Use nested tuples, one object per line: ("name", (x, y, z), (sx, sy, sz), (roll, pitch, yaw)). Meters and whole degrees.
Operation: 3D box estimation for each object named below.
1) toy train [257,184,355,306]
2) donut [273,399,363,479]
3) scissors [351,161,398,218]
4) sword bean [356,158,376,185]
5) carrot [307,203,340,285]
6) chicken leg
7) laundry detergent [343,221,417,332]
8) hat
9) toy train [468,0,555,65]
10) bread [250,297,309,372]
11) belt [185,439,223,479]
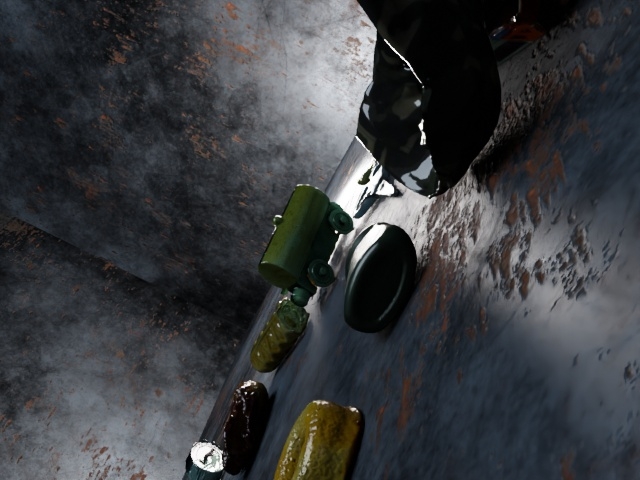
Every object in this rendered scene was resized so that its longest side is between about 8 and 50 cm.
("toy train", (-0.041, 0.012, 1.437), (0.126, 0.189, 0.308), (-52, 13, 54))
("donut", (-0.008, 0.253, 0.687), (0.152, 0.058, 0.152), (-90, 26, -74))
("scissors", (0.129, -0.118, 1.309), (0.191, 0.029, 0.360), (-61, 5, 7))
("sword bean", (0.151, -0.208, 1.512), (0.269, 0.038, 0.043), (127, 144, -61))
("carrot", (0.000, 0.000, 1.644), (0.263, 0.101, 0.102), (-62, 4, -31))
("chicken leg", (-0.169, 0.414, 1.368), (0.323, 0.082, 0.178), (-79, 1, -62))
("laundry detergent", (0.071, 0.040, 0.837), (0.222, 0.078, 0.144), (-102, 35, -81))
("hat", (0.149, -0.278, 0.735), (0.382, 0.257, 0.366), (-58, -8, -5))
("toy train", (0.230, -0.291, 0.857), (0.409, 0.089, 0.086), (-169, 80, -83))
("bread", (-0.111, 0.249, 1.521), (0.087, 0.098, 0.269), (-18, -26, -37))
("belt", (-0.305, 0.594, 1.598), (0.140, 0.105, 0.058), (-112, 45, -75))
